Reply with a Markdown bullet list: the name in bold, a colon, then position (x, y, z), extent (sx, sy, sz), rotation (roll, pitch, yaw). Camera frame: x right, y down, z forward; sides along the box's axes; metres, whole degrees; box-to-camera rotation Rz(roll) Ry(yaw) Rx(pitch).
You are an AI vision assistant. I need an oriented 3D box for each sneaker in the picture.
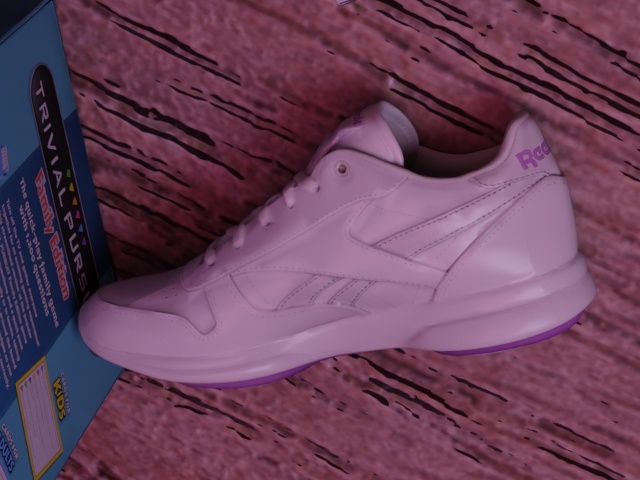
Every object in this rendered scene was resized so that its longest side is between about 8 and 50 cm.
- **sneaker**: position (0.000, 0.000, 0.875), extent (0.305, 0.114, 0.152), rotation (-10, 103, 12)

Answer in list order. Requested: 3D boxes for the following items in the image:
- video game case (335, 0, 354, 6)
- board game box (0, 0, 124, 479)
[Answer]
- **video game case**: position (0.057, -0.260, 0.748), extent (0.210, 0.042, 0.232), rotation (-18, 112, 21)
- **board game box**: position (-0.212, 0.043, 0.801), extent (0.079, 0.336, 0.254), rotation (-2, 116, 14)
